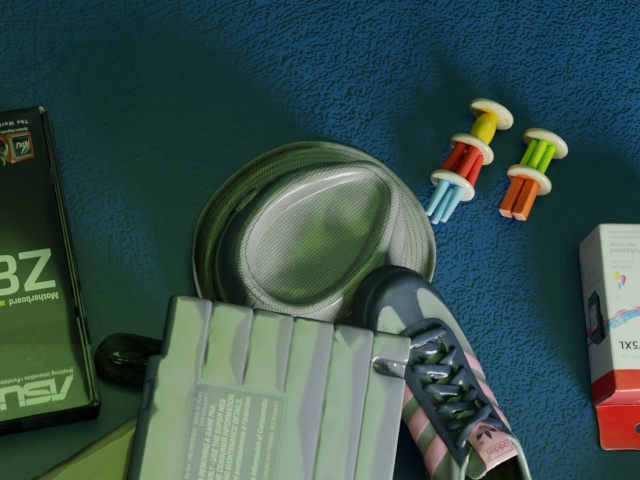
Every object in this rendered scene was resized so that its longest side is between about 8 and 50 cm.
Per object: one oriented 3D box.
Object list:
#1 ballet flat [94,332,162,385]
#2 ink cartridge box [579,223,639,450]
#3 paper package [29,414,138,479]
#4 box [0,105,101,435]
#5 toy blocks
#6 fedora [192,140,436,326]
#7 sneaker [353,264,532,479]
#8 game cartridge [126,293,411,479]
[{"bbox_3d":[-0.146,0.135,1.575,0.173,0.049,0.057,19,50,-9],"label":"ballet flat"},{"bbox_3d":[0.357,0.102,1.642,0.134,0.078,0.231,0,72,-9],"label":"ink cartridge box"},{"bbox_3d":[-0.099,0.302,1.435,0.309,0.168,0.325,-31,87,-16],"label":"paper package"},{"bbox_3d":[-0.437,0.052,1.520,0.395,0.097,0.318,-9,76,-12],"label":"box"},{"bbox_3d":[0.187,-0.066,1.683,0.123,0.054,0.148,29,70,2],"label":"toy blocks"},{"bbox_3d":[0.000,0.000,1.593,0.275,0.124,0.244,-36,81,-18],"label":"fedora"},{"bbox_3d":[0.139,0.168,1.511,0.112,0.131,0.319,-29,98,-19],"label":"sneaker"},{"bbox_3d":[-0.057,0.238,1.342,0.230,0.068,0.355,11,77,-6],"label":"game cartridge"}]
